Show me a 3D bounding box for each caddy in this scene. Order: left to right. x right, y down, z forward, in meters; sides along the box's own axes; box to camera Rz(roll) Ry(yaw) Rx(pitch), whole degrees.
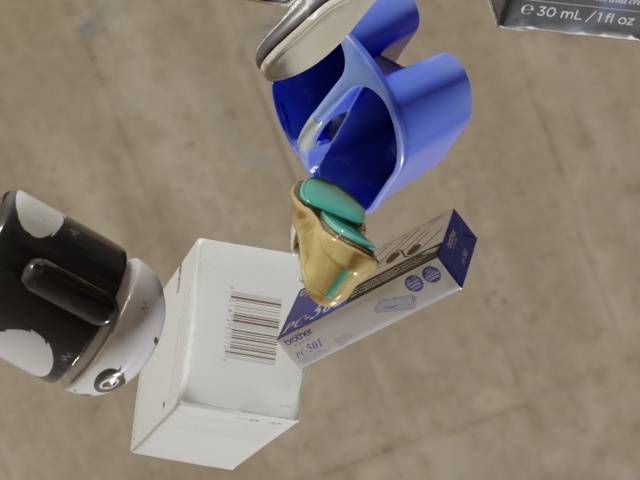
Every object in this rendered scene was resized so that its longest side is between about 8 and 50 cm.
[{"bbox_3d":[0.047,-0.177,2.337,0.241,0.179,0.341,54,157,11],"label":"caddy"}]

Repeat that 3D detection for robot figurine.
[{"bbox_3d":[-0.304,0.057,1.932,0.278,0.173,0.209,30,-156,-16],"label":"robot figurine"}]

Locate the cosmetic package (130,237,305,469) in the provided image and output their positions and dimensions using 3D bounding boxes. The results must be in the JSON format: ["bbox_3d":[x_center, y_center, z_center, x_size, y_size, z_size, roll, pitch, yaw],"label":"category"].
[{"bbox_3d":[-0.131,0.154,2.276,0.385,0.156,0.217,134,144,-66],"label":"cosmetic package"}]

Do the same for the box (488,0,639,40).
[{"bbox_3d":[0.349,-0.418,1.826,0.212,0.293,0.395,-101,20,-49],"label":"box"}]

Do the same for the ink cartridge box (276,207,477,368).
[{"bbox_3d":[0.057,0.050,1.807,0.046,0.207,0.097,51,-150,-17],"label":"ink cartridge box"}]

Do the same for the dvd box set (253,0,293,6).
[{"bbox_3d":[-0.049,-0.466,1.643,0.420,0.062,0.307,-108,33,-41],"label":"dvd box set"}]

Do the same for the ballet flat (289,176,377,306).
[{"bbox_3d":[0.000,0.000,1.594,0.080,0.073,0.232,27,-169,-9],"label":"ballet flat"}]

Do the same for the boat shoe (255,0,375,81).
[{"bbox_3d":[0.009,-0.220,1.535,0.065,0.206,0.075,41,165,16],"label":"boat shoe"}]
